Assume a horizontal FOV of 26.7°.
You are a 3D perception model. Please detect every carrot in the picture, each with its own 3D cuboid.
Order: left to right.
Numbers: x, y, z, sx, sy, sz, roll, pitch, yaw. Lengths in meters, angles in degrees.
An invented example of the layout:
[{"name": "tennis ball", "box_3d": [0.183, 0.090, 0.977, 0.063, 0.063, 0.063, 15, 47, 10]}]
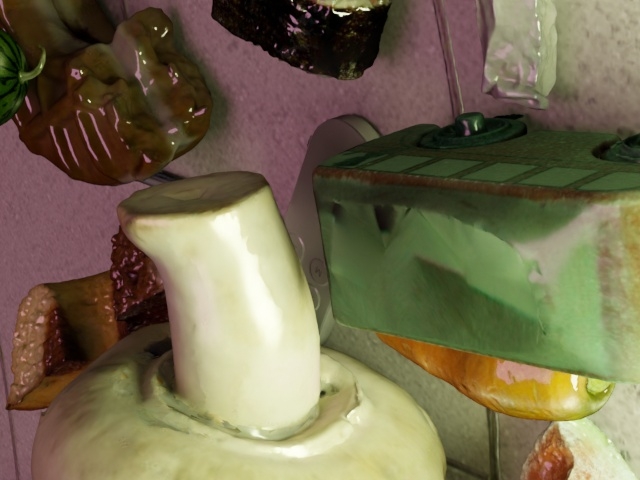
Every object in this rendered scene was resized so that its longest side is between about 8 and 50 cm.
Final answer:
[{"name": "carrot", "box_3d": [0.115, 0.073, 0.944, 0.193, 0.087, 0.087, 12, 116, 45]}]

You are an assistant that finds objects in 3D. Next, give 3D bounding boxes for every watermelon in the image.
[{"name": "watermelon", "box_3d": [-0.293, -0.137, 1.142, 0.109, 0.109, 0.109, 25, 125, 42]}, {"name": "watermelon", "box_3d": [0.171, 0.217, 0.917, 0.121, 0.158, 0.098, 33, 136, 0]}]

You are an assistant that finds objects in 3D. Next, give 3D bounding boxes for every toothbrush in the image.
[{"name": "toothbrush", "box_3d": [-0.114, -0.043, 1.218, 0.219, 0.019, 0.016, 19, 119, 45]}]

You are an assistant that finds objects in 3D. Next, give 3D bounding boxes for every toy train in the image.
[{"name": "toy train", "box_3d": [0.136, -0.002, 0.825, 0.326, 0.159, 0.129, 9, 116, 47]}]

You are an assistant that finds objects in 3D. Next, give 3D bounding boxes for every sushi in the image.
[{"name": "sushi", "box_3d": [-0.017, -0.177, 0.981, 0.150, 0.090, 0.078, 39, 130, 35]}]

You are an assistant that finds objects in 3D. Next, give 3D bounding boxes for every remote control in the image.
[{"name": "remote control", "box_3d": [0.000, 0.000, 1.098, 0.077, 0.022, 0.245, 44, 137, 25]}]

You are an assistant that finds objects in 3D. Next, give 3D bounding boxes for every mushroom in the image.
[{"name": "mushroom", "box_3d": [-0.083, 0.154, 1.007, 0.356, 0.315, 0.315, 44, 146, -16]}]

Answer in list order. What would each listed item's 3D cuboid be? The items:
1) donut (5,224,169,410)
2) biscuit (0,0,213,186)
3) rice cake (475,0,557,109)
[{"name": "donut", "box_3d": [-0.164, 0.052, 1.237, 0.295, 0.151, 0.112, -34, 66, 39]}, {"name": "biscuit", "box_3d": [-0.232, -0.226, 1.195, 0.268, 0.115, 0.366, -6, 101, 51]}, {"name": "rice cake", "box_3d": [0.115, -0.214, 0.837, 0.055, 0.049, 0.270, -1, 108, 28]}]
